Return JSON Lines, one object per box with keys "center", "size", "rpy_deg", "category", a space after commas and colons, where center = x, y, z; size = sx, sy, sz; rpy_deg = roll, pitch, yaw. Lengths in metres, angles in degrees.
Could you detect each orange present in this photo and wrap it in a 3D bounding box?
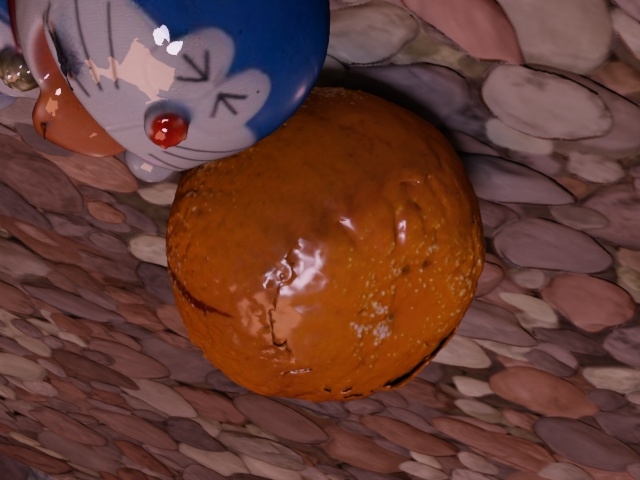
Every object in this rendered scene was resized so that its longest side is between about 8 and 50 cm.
{"center": [0.000, 0.000, 1.087], "size": [0.161, 0.193, 0.193], "rpy_deg": [35, 173, 46], "category": "orange"}

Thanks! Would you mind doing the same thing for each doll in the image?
{"center": [-0.120, -0.122, 0.964], "size": [0.257, 0.161, 0.215], "rpy_deg": [3, 136, 41], "category": "doll"}
